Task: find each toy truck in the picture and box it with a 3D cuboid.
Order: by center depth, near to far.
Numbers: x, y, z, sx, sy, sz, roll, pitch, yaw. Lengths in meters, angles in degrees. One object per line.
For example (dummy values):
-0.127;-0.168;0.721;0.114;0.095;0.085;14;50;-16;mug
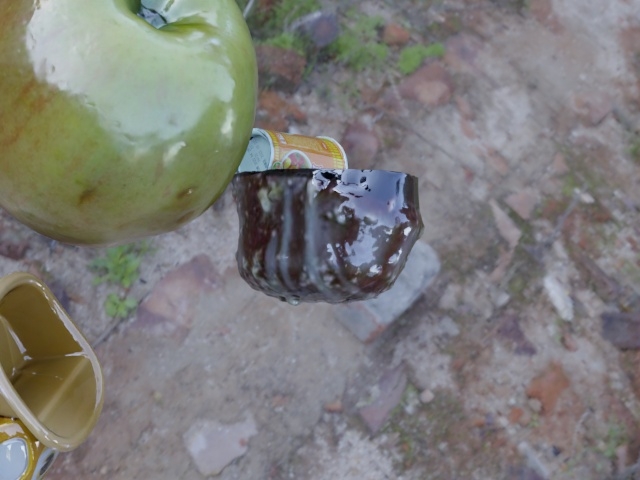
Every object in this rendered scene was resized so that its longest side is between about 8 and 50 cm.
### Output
-0.420;0.200;1.240;0.204;0.211;0.288;-66;136;-65;toy truck

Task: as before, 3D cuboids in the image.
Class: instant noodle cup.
-0.068;-0.141;1.824;0.185;0.168;0.168;12;46;-46;instant noodle cup

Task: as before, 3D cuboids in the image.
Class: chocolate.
0.000;0.000;1.502;0.225;0.340;0.210;8;85;-50;chocolate

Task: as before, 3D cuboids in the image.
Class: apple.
-0.231;-0.167;1.029;0.338;0.305;0.339;18;58;-31;apple
